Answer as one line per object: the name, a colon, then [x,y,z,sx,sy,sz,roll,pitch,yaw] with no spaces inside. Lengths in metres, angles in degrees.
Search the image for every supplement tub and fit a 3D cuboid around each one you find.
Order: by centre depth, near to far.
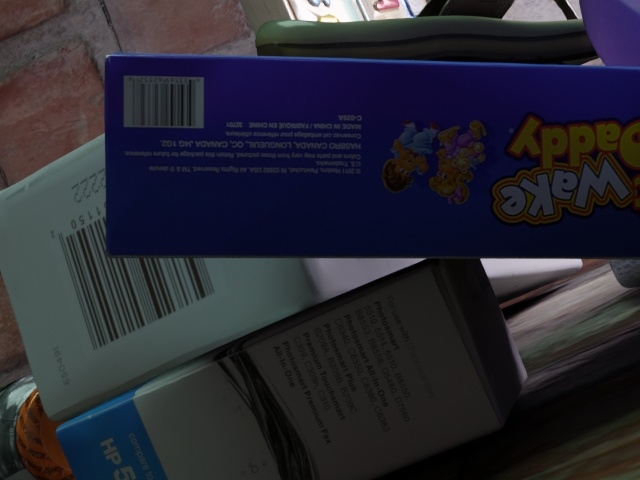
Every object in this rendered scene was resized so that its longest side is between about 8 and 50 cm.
supplement tub: [-0.250,0.178,1.105,0.117,0.117,0.190,-24,-1,-40]

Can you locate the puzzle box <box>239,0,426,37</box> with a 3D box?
puzzle box: [0.080,-0.124,1.401,0.052,0.409,0.272,-24,1,38]

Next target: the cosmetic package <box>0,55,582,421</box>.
cosmetic package: [0.000,0.000,0.977,0.230,0.161,0.453,-25,-12,27]

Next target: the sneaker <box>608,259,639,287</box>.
sneaker: [0.250,-0.068,0.890,0.101,0.153,0.268,-25,-1,40]

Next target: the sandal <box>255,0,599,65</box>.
sandal: [0.104,-0.158,0.893,0.303,0.086,0.120,-3,-3,-18]

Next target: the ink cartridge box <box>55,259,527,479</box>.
ink cartridge box: [-0.006,0.081,0.657,0.203,0.086,0.148,-23,-2,14]

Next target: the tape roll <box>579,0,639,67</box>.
tape roll: [0.293,-0.195,0.792,0.275,0.275,0.090,-24,-36,2]

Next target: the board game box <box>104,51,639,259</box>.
board game box: [0.075,-0.036,0.616,0.347,0.078,0.233,0,3,-8]
